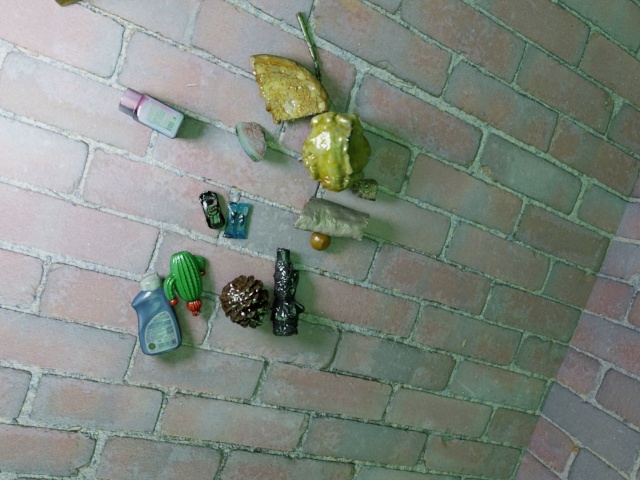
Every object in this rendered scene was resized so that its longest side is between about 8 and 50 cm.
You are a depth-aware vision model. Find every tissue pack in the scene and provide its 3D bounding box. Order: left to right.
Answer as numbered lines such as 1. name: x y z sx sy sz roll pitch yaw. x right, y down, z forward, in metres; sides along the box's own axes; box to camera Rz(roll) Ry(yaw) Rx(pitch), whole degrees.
1. tissue pack: -0.311 -0.074 1.563 0.085 0.028 0.137 7 102 -19

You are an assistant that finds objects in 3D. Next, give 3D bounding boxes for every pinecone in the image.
1. pinecone: -0.272 0.232 1.552 0.179 0.184 0.204 -25 116 7

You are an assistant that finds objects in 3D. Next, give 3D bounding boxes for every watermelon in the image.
1. watermelon: -0.240 -0.343 1.498 0.094 0.081 0.180 -14 69 5

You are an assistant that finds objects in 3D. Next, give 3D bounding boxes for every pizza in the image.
1. pizza: -0.122 -0.524 1.502 0.336 0.086 0.226 26 97 -19

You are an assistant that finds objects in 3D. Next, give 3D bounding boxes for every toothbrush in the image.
1. toothbrush: -0.854 -0.143 1.386 0.097 0.008 0.006 36 75 -19

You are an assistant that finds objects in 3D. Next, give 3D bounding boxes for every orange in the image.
1. orange: 0.000 0.000 1.647 0.085 0.085 0.084 -3 102 -17

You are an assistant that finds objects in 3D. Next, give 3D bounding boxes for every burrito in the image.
1. burrito: 0.041 -0.085 1.612 0.300 0.105 0.143 12 60 -21

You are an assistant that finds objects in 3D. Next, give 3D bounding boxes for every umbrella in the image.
1. umbrella: -0.126 0.199 1.632 0.128 0.154 0.336 0 81 13

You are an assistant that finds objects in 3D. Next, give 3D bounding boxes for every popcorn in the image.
1. popcorn: 0.060 -0.325 1.530 0.252 0.215 0.286 -21 121 -15

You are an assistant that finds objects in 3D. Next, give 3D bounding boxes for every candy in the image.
1. candy: 0.175 -0.201 1.654 0.110 0.095 0.085 4 103 -13

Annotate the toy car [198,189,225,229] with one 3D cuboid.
1. toy car: -0.390 -0.109 1.515 0.069 0.055 0.142 -19 107 -17

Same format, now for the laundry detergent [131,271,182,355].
1. laundry detergent: -0.591 0.259 1.510 0.144 0.094 0.289 -10 100 -14

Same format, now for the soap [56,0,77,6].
1. soap: -0.649 -0.795 1.225 0.315 0.199 0.091 -28 112 -11

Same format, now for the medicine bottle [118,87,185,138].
1. medicine bottle: -0.546 -0.413 1.371 0.188 0.119 0.094 25 96 -21

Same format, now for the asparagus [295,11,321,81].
1. asparagus: -0.037 -0.698 1.527 0.025 0.024 0.248 -11 109 29

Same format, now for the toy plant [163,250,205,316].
1. toy plant: -0.486 0.156 1.511 0.155 0.088 0.240 8 91 -48
